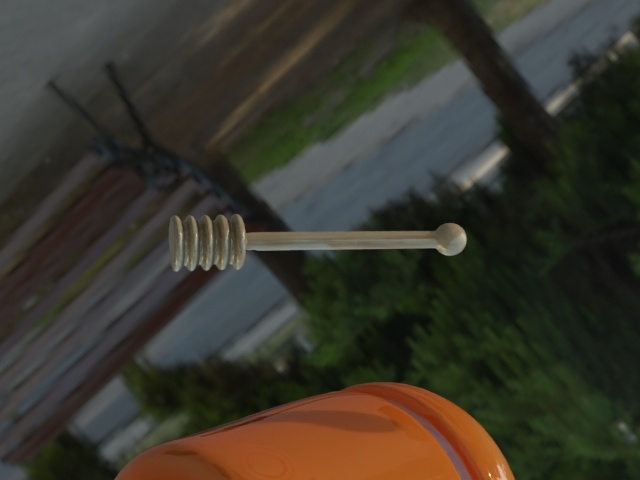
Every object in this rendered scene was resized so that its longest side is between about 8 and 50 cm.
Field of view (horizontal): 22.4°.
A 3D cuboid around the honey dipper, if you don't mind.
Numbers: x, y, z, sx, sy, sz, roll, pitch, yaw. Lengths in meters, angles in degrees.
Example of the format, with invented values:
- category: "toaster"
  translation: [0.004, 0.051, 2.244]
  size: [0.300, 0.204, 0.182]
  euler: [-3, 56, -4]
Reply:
- category: "honey dipper"
  translation: [0.000, 0.000, 0.862]
  size: [0.160, 0.031, 0.030]
  euler: [-1, 163, -13]

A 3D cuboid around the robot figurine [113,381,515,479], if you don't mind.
- category: "robot figurine"
  translation: [-0.002, 0.129, 0.656]
  size: [0.219, 0.128, 0.158]
  euler: [-13, 158, -45]
